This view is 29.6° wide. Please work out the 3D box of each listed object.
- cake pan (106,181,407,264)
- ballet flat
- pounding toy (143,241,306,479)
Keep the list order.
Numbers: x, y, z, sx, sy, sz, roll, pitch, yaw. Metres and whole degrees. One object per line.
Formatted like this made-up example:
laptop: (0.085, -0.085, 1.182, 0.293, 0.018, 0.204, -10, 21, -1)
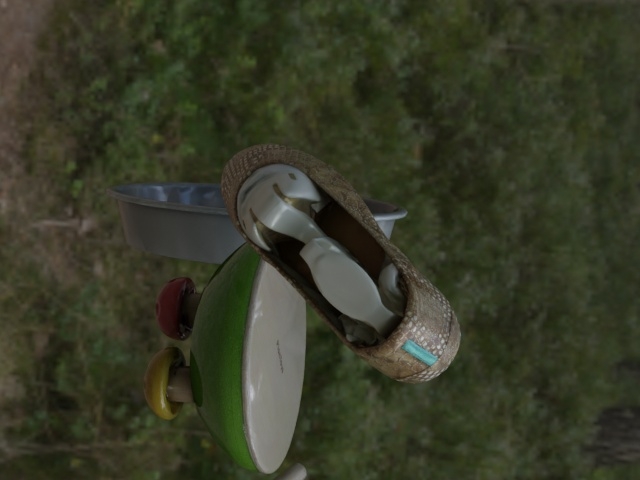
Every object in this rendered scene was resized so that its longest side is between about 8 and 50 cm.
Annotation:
cake pan: (-0.063, -0.017, 1.184, 0.293, 0.293, 0.054, -33, 129, -79)
ballet flat: (0.000, 0.000, 0.703, 0.073, 0.206, 0.067, -52, 148, 5)
pounding toy: (-0.083, 0.110, 0.943, 0.183, 0.110, 0.237, -46, 137, -72)
